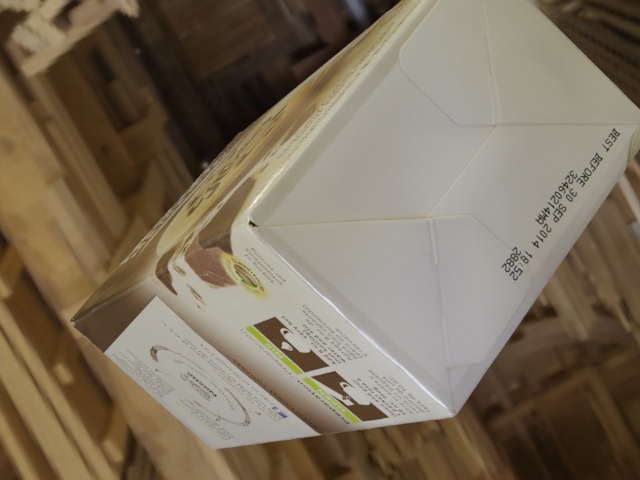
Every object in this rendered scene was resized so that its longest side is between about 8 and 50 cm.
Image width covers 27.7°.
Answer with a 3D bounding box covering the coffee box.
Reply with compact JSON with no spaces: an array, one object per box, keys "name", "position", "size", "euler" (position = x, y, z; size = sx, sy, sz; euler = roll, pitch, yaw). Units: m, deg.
[{"name":"coffee box","position":[0.000,0.000,0.648],"size":[0.119,0.168,0.297],"euler":[43,156,-10]}]
